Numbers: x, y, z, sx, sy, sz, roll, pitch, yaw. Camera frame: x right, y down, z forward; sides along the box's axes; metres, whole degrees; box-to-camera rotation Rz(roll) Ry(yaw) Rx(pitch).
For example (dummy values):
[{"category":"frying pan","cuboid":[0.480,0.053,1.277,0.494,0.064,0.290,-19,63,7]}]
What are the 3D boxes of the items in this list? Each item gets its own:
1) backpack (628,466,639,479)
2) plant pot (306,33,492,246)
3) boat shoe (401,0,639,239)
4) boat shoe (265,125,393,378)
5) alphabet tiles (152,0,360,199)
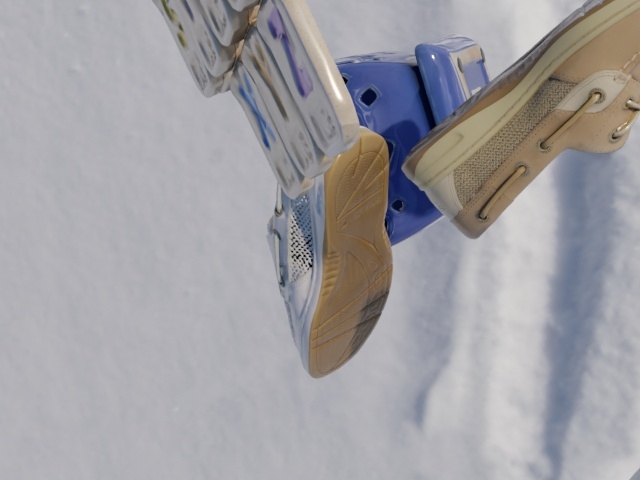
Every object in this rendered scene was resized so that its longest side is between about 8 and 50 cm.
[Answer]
[{"category":"backpack","cuboid":[0.212,0.128,0.610,0.144,0.166,0.188,51,167,10]},{"category":"plant pot","cuboid":[0.103,-0.122,1.693,0.212,0.236,0.236,-15,96,19]},{"category":"boat shoe","cuboid":[0.225,-0.129,1.212,0.341,0.121,0.110,-39,94,31]},{"category":"boat shoe","cuboid":[0.000,0.000,1.229,0.096,0.098,0.277,35,139,31]},{"category":"alphabet tiles","cuboid":[-0.062,-0.152,0.617,0.278,0.021,0.284,65,169,2]}]
